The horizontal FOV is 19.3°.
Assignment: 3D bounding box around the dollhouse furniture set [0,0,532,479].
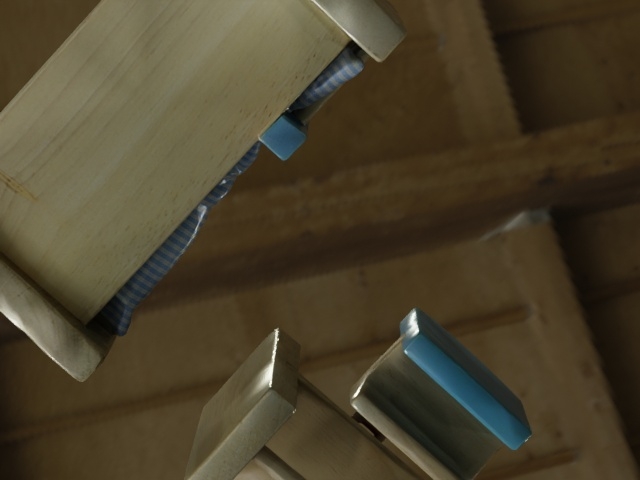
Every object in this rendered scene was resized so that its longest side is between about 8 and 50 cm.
[{"bbox_3d":[0.000,0.000,0.554,0.184,0.129,0.129,42,-82,-7],"label":"dollhouse furniture set"}]
